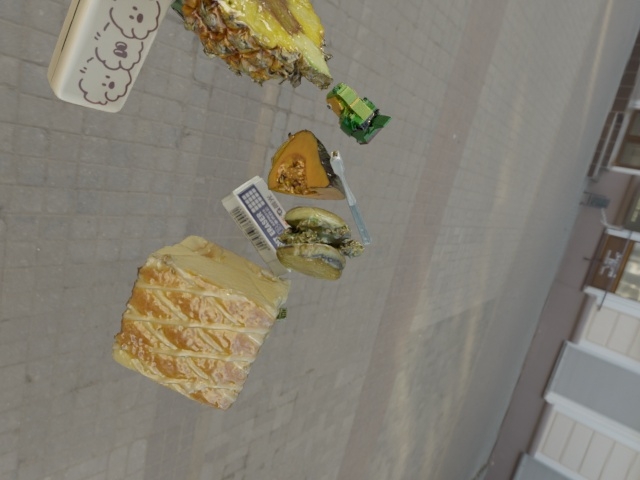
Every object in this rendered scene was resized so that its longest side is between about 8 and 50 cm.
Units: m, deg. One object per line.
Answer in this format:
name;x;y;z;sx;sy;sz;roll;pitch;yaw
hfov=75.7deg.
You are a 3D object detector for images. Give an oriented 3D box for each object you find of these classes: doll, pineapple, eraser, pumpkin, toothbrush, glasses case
doll;0.096;-0.353;1.138;0.106;0.186;0.134;-48;179;-14
pineapple;-0.122;-0.391;0.879;0.286;0.209;0.344;53;44;-6
eraser;-0.156;-0.041;1.207;0.279;0.081;0.124;56;45;-11
pumpkin;-0.010;-0.188;1.028;0.111;0.278;0.163;18;85;-38
toothbrush;0.074;-0.079;0.929;0.342;0.025;0.030;60;25;-55
glasses case;-0.422;-0.424;0.831;0.144;0.076;0.336;0;138;-52

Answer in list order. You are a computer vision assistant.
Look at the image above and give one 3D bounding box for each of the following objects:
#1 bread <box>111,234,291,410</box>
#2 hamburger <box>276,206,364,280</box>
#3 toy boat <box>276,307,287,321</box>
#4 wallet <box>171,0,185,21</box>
bread;-0.326;0.219;1.178;0.279;0.389;0.371;-83;-163;-74
hamburger;0.000;0.000;0.834;0.159;0.184;0.131;89;15;-70
toy boat;-0.167;0.245;1.355;0.063;0.114;0.016;-90;176;-64
wallet;-0.246;-0.628;1.067;0.236;0.160;0.055;-48;-177;-10
